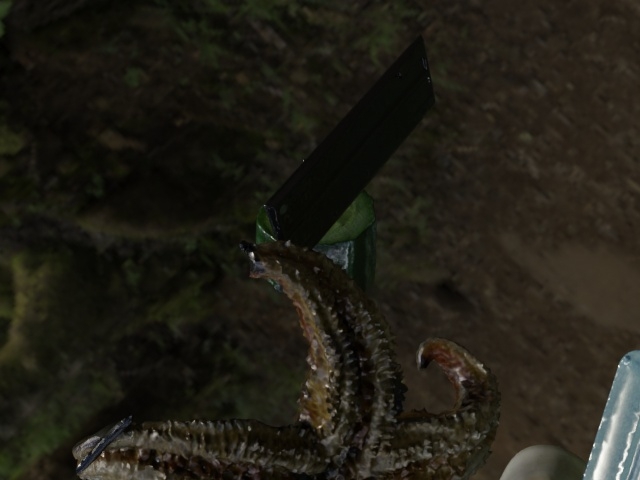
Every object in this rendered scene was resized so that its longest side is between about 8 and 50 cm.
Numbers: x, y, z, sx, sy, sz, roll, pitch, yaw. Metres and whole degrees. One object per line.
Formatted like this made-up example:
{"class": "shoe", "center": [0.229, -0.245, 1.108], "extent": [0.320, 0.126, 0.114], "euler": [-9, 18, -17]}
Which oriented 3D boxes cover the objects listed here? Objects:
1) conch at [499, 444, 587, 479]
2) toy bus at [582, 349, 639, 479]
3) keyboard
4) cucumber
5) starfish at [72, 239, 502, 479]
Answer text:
{"class": "conch", "center": [0.224, 0.272, 1.309], "extent": [0.104, 0.176, 0.094], "euler": [6, 109, 17]}
{"class": "toy bus", "center": [0.335, 0.278, 1.190], "extent": [0.152, 0.312, 0.190], "euler": [14, 172, 41]}
{"class": "keyboard", "center": [0.026, -0.063, 0.880], "extent": [0.010, 0.198, 0.064], "euler": [15, 139, 33]}
{"class": "cucumber", "center": [0.000, 0.006, 1.958], "extent": [0.191, 0.191, 0.130], "euler": [31, 137, 36]}
{"class": "starfish", "center": [-0.012, 0.166, 0.832], "extent": [0.303, 0.312, 0.113], "euler": [18, 178, -32]}
